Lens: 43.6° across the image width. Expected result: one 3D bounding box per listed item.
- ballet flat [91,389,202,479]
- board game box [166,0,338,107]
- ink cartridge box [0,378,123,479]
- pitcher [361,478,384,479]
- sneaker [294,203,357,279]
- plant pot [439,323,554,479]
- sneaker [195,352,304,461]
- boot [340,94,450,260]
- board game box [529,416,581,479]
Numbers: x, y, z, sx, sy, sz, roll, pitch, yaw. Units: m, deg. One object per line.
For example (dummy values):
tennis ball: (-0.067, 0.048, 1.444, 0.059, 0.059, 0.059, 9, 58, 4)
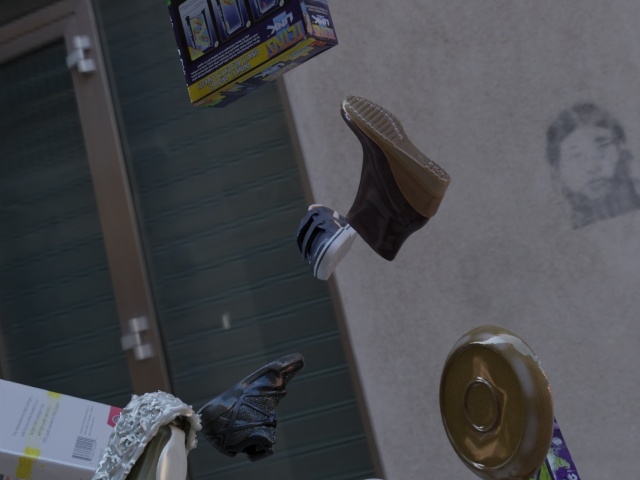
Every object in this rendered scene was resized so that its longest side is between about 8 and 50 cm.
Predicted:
ballet flat: (-0.271, 0.397, 1.094, 0.147, 0.409, 0.147, 13, -25, 6)
board game box: (-0.074, -0.229, 0.801, 0.170, 0.141, 0.048, -19, -7, 38)
ink cartridge box: (-0.591, 0.455, 1.709, 0.384, 0.160, 0.279, 18, 14, -12)
pitcher: (0.071, 0.510, 1.335, 0.207, 0.178, 0.125, -28, -22, -45)
sneaker: (0.000, 0.000, 1.796, 0.126, 0.127, 0.321, -61, -4, 11)
plant pot: (0.245, 0.243, 1.180, 0.032, 0.236, 0.236, 0, -17, -30)
sneaker: (-0.094, 0.285, 1.349, 0.227, 0.130, 0.087, -32, -9, -40)
boot: (0.087, -0.105, 1.385, 0.090, 0.248, 0.207, -31, -18, -49)
board game box: (0.377, 0.390, 1.386, 0.056, 0.208, 0.347, 2, 31, -3)
